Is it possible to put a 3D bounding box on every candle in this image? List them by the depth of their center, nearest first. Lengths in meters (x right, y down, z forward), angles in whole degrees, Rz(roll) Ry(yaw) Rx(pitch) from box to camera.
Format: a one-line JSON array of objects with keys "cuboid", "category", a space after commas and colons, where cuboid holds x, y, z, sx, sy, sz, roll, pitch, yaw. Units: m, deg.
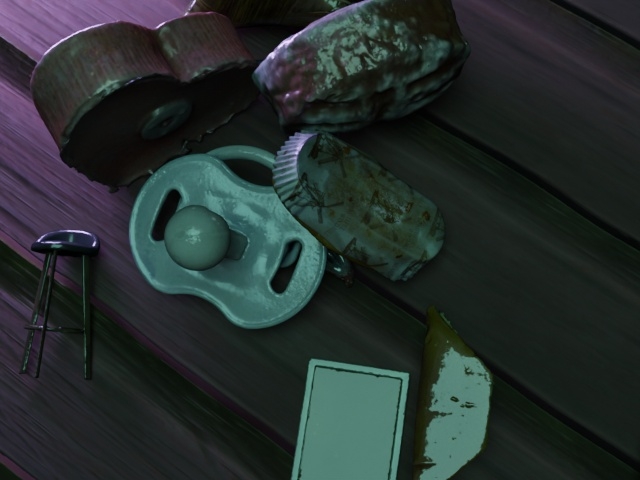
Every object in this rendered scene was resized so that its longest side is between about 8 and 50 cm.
[{"cuboid": [-0.247, -0.193, 1.200, 0.316, 0.287, 0.131, -21, 70, -38], "category": "candle"}]

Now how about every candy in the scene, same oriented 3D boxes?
[{"cuboid": [0.060, -0.231, 1.172, 0.289, 0.214, 0.157, -23, 79, -1], "category": "candy"}]

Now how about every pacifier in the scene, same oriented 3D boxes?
[{"cuboid": [-0.131, -0.012, 1.142, 0.287, 0.226, 0.239, 26, 96, 8], "category": "pacifier"}]

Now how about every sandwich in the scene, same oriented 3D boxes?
[{"cuboid": [0.172, 0.216, 1.126, 0.096, 0.094, 0.258, 6, 78, 10], "category": "sandwich"}]

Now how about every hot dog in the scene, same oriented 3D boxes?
[{"cuboid": [0.051, -0.043, 1.146, 0.268, 0.075, 0.144, 36, 67, -25], "category": "hot dog"}]

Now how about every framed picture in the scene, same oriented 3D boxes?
[{"cuboid": [0.040, 0.260, 1.176, 0.141, 0.011, 0.183, 7, 79, 8], "category": "framed picture"}]

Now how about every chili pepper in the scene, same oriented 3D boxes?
[{"cuboid": [-0.001, 0.000, 1.221, 0.050, 0.041, 0.153, -44, 72, 40], "category": "chili pepper"}]

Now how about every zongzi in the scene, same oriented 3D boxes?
[{"cuboid": [-0.072, -0.326, 1.279, 0.247, 0.111, 0.241, 37, 103, 7], "category": "zongzi"}]

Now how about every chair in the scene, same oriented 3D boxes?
[{"cuboid": [-0.370, 0.084, 1.220, 0.104, 0.095, 0.222, 4, 78, -1], "category": "chair"}]

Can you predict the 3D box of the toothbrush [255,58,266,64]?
[{"cuboid": [-0.184, -0.263, 1.308, 0.287, 0.026, 0.024, 1, 77, 5], "category": "toothbrush"}]
